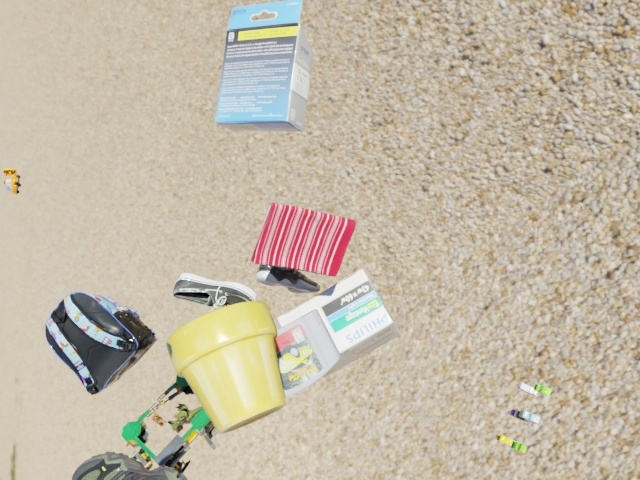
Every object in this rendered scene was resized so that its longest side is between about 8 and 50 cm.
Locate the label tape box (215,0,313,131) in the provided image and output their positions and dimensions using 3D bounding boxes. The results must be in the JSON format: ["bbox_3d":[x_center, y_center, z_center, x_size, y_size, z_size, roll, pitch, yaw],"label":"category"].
[{"bbox_3d":[-0.155,-0.495,1.617,0.249,0.115,0.348,5,85,27],"label":"label tape box"}]

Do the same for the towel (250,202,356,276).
[{"bbox_3d":[-0.045,0.004,1.622,0.199,0.275,0.031,-69,27,21],"label":"towel"}]

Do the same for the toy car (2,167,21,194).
[{"bbox_3d":[-0.837,-0.175,1.511,0.122,0.040,0.060,123,144,-53],"label":"toy car"}]

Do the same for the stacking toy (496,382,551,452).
[{"bbox_3d":[0.520,0.448,1.415,0.221,0.052,0.167,70,-136,-75],"label":"stacking toy"}]

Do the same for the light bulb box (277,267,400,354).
[{"bbox_3d":[0.080,0.316,2.058,0.358,0.361,0.225,-30,70,2],"label":"light bulb box"}]

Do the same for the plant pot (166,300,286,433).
[{"bbox_3d":[-0.197,0.300,1.295,0.254,0.254,0.239,-44,64,45],"label":"plant pot"}]

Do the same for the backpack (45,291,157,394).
[{"bbox_3d":[-0.430,0.181,1.080,0.173,0.117,0.158,43,102,4],"label":"backpack"}]

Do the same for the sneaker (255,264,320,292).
[{"bbox_3d":[-0.107,0.103,2.056,0.101,0.268,0.153,-17,61,52],"label":"sneaker"}]

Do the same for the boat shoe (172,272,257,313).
[{"bbox_3d":[-0.392,0.208,2.081,0.105,0.306,0.113,-85,18,-48],"label":"boat shoe"}]

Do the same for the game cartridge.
[{"bbox_3d":[-0.089,0.358,1.701,0.196,0.294,0.060,63,155,1],"label":"game cartridge"}]

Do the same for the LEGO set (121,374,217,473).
[{"bbox_3d":[-0.432,0.594,1.757,0.255,0.331,0.192,23,147,25],"label":"LEGO set"}]

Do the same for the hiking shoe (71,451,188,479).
[{"bbox_3d":[-0.340,0.435,0.951,0.227,0.114,0.086,1,113,16],"label":"hiking shoe"}]
